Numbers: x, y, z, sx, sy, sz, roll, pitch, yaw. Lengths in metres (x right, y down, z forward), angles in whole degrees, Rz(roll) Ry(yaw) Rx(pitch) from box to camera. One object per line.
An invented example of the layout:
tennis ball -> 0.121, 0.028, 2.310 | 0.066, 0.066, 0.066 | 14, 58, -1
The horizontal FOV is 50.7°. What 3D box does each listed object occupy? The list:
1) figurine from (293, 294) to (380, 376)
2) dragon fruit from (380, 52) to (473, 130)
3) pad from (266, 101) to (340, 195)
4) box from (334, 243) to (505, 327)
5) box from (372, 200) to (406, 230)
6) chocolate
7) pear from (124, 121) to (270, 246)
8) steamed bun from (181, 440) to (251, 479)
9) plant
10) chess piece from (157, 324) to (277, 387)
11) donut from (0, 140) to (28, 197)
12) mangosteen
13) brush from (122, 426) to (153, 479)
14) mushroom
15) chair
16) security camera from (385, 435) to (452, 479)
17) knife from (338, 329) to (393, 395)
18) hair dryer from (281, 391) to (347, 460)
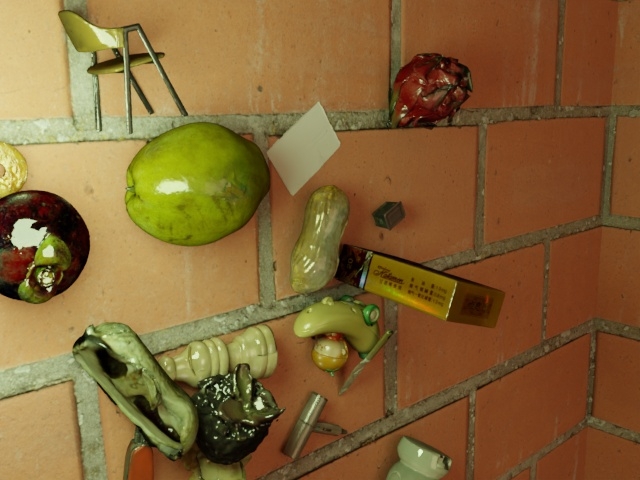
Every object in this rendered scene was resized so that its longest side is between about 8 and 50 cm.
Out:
figurine -> 0.046, 0.271, 1.937 | 0.324, 0.124, 0.222 | 9, 97, -45
dragon fruit -> 0.302, -0.426, 1.982 | 0.293, 0.234, 0.234 | -38, 125, -6
pad -> -0.041, -0.250, 1.829 | 0.232, 0.004, 0.156 | -49, 127, -25
box -> 0.272, 0.125, 1.915 | 0.264, 0.415, 0.116 | 12, 95, -45
box -> 0.208, -0.078, 2.057 | 0.084, 0.063, 0.060 | -40, 121, -30
chocolate -> 0.000, 0.000, 1.830 | 0.134, 0.134, 0.309 | 24, 81, -43
pear -> -0.267, -0.122, 1.480 | 0.321, 0.269, 0.269 | -10, 105, -28
steamed bun -> -0.261, 0.555, 1.672 | 0.192, 0.178, 0.106 | 18, 123, -38
plant -> -0.206, 0.404, 1.579 | 0.178, 0.204, 0.234 | -24, 147, -34
chess piece -> -0.262, 0.302, 1.664 | 0.307, 0.139, 0.124 | -6, 58, -38
donut -> -0.613, -0.137, 1.284 | 0.097, 0.043, 0.108 | -43, 123, -29
mangosteen -> -0.536, 0.010, 1.269 | 0.216, 0.216, 0.216 | -10, 105, -42
brush -> -0.429, 0.551, 1.591 | 0.070, 0.051, 0.324 | 1, 101, -37
mushroom -> -0.380, 0.307, 1.452 | 0.344, 0.247, 0.130 | 50, 53, -9
chair -> -0.404, -0.350, 1.361 | 0.172, 0.158, 0.247 | -26, 116, -35
security camera -> 0.312, 0.794, 2.246 | 0.194, 0.194, 0.236 | 32, 81, -42
knife -> 0.126, 0.364, 1.991 | 0.047, 0.017, 0.298 | -9, 141, -47
hair dryer -> -0.004, 0.576, 2.003 | 0.220, 0.053, 0.195 | 46, 68, -46
